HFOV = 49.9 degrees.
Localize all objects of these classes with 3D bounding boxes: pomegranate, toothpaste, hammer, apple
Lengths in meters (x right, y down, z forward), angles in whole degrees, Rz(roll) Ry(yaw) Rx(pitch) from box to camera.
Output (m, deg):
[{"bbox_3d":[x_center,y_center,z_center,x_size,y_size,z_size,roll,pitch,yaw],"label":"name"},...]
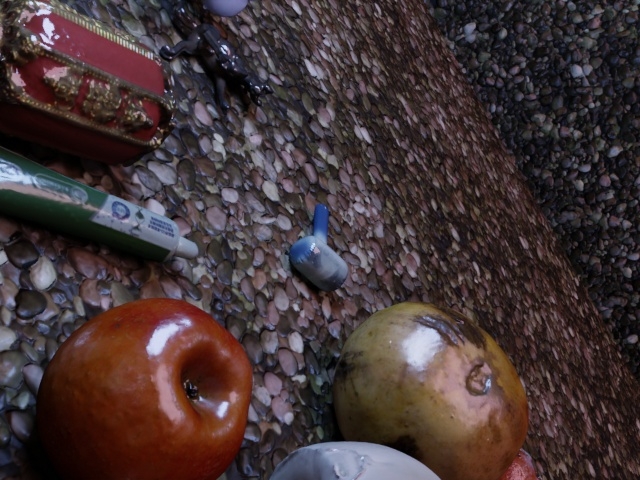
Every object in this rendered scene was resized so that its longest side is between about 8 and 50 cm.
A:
[{"bbox_3d":[0.172,0.255,1.117,0.322,0.322,0.322,36,39,-37],"label":"pomegranate"},{"bbox_3d":[-0.308,-0.042,0.846,0.392,0.061,0.098,24,47,-42],"label":"toothpaste"},{"bbox_3d":[0.000,0.000,1.274,0.116,0.070,0.193,41,32,-30],"label":"hammer"},{"bbox_3d":[-0.183,0.171,0.732,0.218,0.201,0.218,31,50,-46],"label":"apple"}]

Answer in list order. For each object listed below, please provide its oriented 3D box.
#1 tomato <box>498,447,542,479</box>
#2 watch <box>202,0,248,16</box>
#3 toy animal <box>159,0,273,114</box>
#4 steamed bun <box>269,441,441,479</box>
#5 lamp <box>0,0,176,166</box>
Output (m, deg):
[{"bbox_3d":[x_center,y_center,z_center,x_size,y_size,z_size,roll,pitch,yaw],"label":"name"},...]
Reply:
[{"bbox_3d":[0.298,0.451,1.242,0.232,0.189,0.232,156,-90,-86],"label":"tomato"},{"bbox_3d":[-0.223,-0.493,1.184,0.249,0.210,0.217,21,31,2],"label":"watch"},{"bbox_3d":[-0.189,-0.322,1.246,0.233,0.084,0.148,43,18,-19],"label":"toy animal"},{"bbox_3d":[0.041,0.388,0.764,0.206,0.324,0.324,22,45,-20],"label":"steamed bun"},{"bbox_3d":[-0.313,-0.195,0.861,0.274,0.177,0.177,14,55,-49],"label":"lamp"}]
